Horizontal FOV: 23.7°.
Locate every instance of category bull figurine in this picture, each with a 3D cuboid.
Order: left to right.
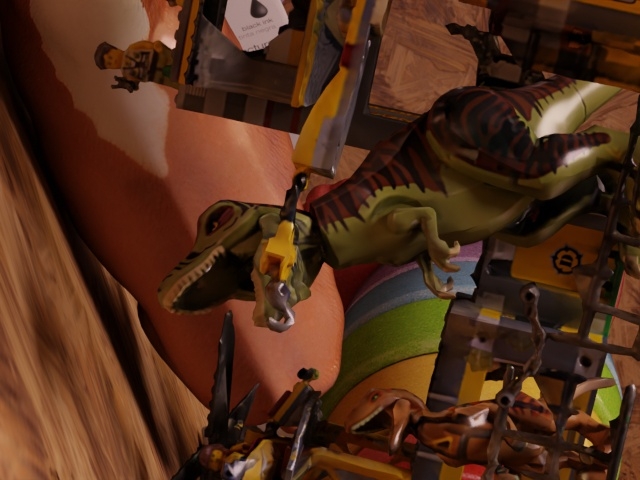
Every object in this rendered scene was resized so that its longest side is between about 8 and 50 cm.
[{"bbox_3d":[-0.071,-0.062,0.651,0.188,0.101,0.310,-111,-177,-63],"label":"bull figurine"}]

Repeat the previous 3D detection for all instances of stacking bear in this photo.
[{"bbox_3d":[0.065,0.105,0.712,0.289,0.175,0.164,-78,155,-56],"label":"stacking bear"}]

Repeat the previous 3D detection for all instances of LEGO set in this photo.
[{"bbox_3d":[0.000,0.000,0.465,0.255,0.192,0.331,-57,158,-70],"label":"LEGO set"}]

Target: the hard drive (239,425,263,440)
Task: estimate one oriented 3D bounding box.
[{"bbox_3d":[-0.010,0.154,0.714,0.094,0.022,0.135,42,20,-24],"label":"hard drive"}]

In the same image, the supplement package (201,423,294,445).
[{"bbox_3d":[0.004,0.191,0.948,0.105,0.105,0.179,-124,-166,-80],"label":"supplement package"}]

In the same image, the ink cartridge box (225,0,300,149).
[{"bbox_3d":[-0.096,-0.133,1.045,0.086,0.148,0.203,72,-4,-53],"label":"ink cartridge box"}]
